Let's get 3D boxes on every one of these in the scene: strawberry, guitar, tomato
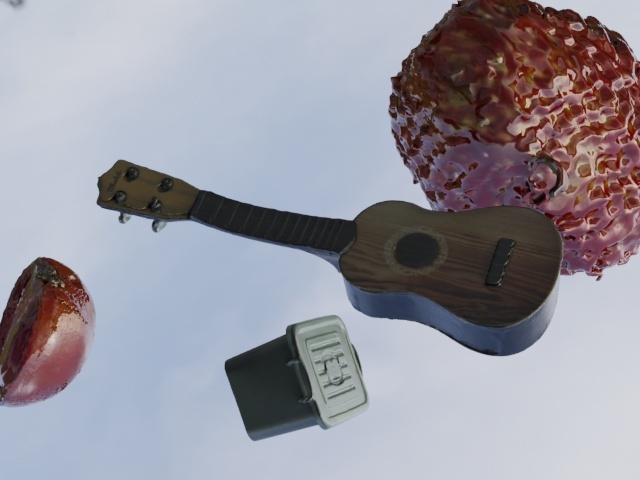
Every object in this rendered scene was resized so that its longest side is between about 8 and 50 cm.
[{"bbox_3d":[0.204,-0.090,1.332,0.292,0.292,0.343,-13,176,23],"label":"strawberry"},{"bbox_3d":[-0.001,0.001,0.769,0.271,0.038,0.084,12,-129,14],"label":"guitar"},{"bbox_3d":[-0.327,0.119,1.636,0.173,0.099,0.189,-64,-158,17],"label":"tomato"}]

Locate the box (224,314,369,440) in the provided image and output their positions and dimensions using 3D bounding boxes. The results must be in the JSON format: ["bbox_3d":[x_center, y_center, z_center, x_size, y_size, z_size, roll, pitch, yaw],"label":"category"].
[{"bbox_3d":[-0.018,0.109,1.061,0.069,0.084,0.122,-20,174,20],"label":"box"}]
